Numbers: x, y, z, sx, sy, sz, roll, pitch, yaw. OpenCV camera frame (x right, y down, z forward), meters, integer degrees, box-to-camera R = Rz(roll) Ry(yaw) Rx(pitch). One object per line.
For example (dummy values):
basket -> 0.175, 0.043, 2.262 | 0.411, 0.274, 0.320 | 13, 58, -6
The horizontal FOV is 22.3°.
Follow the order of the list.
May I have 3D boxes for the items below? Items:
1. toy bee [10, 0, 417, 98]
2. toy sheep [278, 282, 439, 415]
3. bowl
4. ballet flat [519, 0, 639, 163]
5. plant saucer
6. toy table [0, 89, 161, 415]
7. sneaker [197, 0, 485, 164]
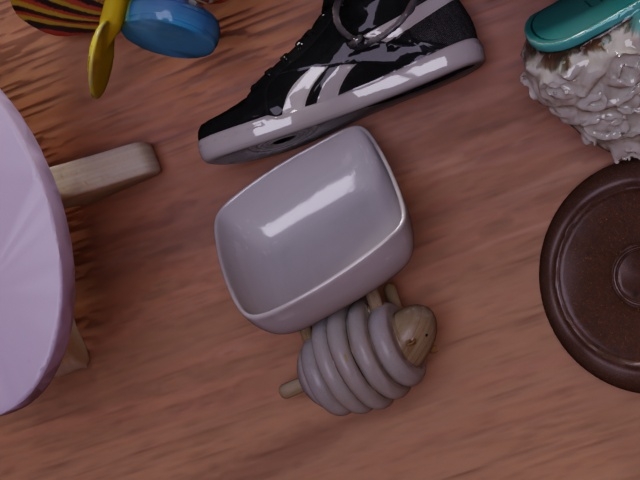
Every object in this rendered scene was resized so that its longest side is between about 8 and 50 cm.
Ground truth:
toy bee -> -0.109, -0.209, 1.118 | 0.298, 0.162, 0.195 | -19, 63, 20
toy sheep -> 0.026, 0.082, 1.169 | 0.132, 0.091, 0.091 | -28, 85, 25
bowl -> 0.000, 0.000, 1.161 | 0.142, 0.142, 0.053 | -31, 129, 9
ballet flat -> 0.328, -0.188, 1.093 | 0.409, 0.147, 0.147 | -30, 85, 14
plant saucer -> 0.228, 0.025, 1.130 | 0.168, 0.029, 0.168 | 1, 92, 27
toy table -> -0.253, -0.010, 1.185 | 0.252, 0.161, 0.274 | -12, 88, 12
sneaker -> -0.001, -0.143, 1.177 | 0.217, 0.079, 0.121 | -21, 84, 3
